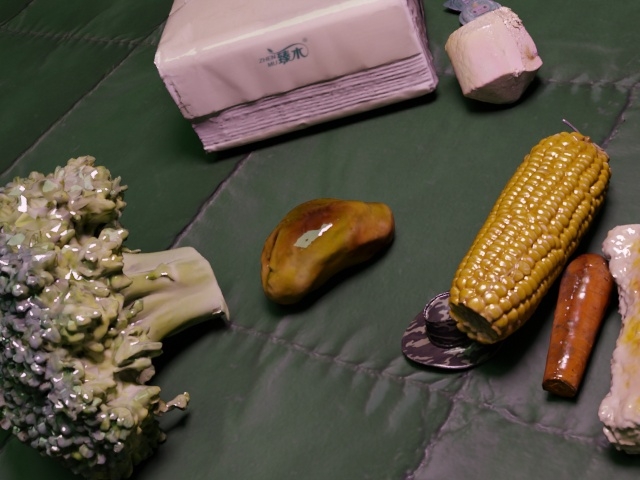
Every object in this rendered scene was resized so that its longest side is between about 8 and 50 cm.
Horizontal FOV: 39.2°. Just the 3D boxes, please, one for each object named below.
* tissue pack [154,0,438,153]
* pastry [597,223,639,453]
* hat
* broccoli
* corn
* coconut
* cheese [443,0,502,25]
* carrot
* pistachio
[{"bbox_3d":[-0.031,-0.321,1.370,0.380,0.207,0.297,-15,41,12],"label":"tissue pack"},{"bbox_3d":[0.325,0.086,0.851,0.121,0.089,0.258,-7,43,23],"label":"pastry"},{"bbox_3d":[0.140,0.087,0.973,0.121,0.050,0.121,-16,43,15],"label":"hat"},{"bbox_3d":[-0.283,0.077,1.044,0.338,0.277,0.317,13,33,26],"label":"broccoli"},{"bbox_3d":[0.230,-0.012,0.969,0.106,0.106,0.305,9,42,34],"label":"corn"},{"bbox_3d":[0.239,-0.244,1.227,0.116,0.122,0.116,-26,3,2],"label":"coconut"},{"bbox_3d":[0.244,-0.363,1.414,0.067,0.026,0.121,-28,40,-4],"label":"cheese"},{"bbox_3d":[0.262,0.085,0.914,0.055,0.055,0.161,4,54,30],"label":"carrot"},{"bbox_3d":[0.000,-0.003,1.100,0.189,0.100,0.110,-33,45,-7],"label":"pistachio"}]
